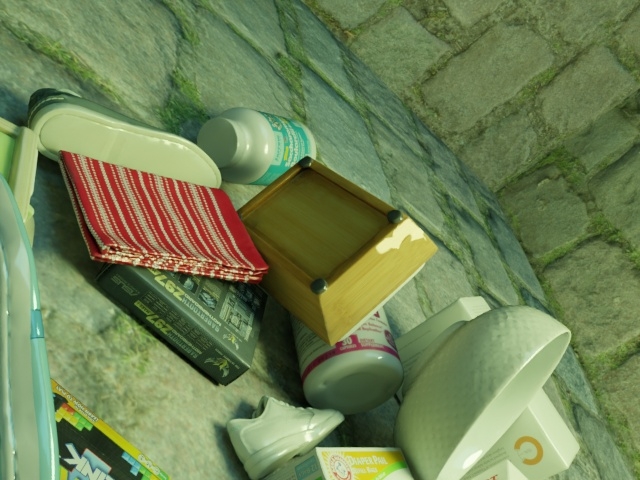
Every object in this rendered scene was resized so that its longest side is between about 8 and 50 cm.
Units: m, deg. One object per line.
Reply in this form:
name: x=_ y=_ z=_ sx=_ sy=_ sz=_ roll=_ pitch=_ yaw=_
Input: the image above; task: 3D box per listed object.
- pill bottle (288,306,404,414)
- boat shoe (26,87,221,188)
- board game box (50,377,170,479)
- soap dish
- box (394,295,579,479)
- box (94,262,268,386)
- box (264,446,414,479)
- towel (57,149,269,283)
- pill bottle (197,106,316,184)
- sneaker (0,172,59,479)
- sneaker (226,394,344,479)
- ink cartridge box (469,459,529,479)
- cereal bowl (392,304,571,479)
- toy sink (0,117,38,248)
pill bottle: x=0.029 y=0.131 z=1.107 sx=0.160 sy=0.160 sz=0.283 roll=32 pitch=29 yaw=-38
boat shoe: x=-0.284 y=-0.141 z=0.988 sx=0.319 sy=0.116 sz=0.099 roll=20 pitch=23 yaw=-48
board game box: x=-0.237 y=0.232 z=0.615 sx=0.170 sy=0.048 sz=0.141 roll=45 pitch=23 yaw=-15
soap dish: x=0.000 y=0.000 z=1.042 sx=0.291 sy=0.229 sz=0.118 roll=36 pitch=-22 yaw=38
box: x=0.300 y=0.309 z=1.276 sx=0.168 sy=0.215 sz=0.345 roll=7 pitch=50 yaw=-61
box: x=-0.184 y=0.069 z=0.932 sx=0.233 sy=0.059 sz=0.183 roll=43 pitch=22 yaw=-18
box: x=0.033 y=0.344 z=0.866 sx=0.203 sy=0.114 sz=0.103 roll=21 pitch=38 yaw=-48
towel: x=-0.211 y=-0.032 z=0.913 sx=0.275 sy=0.031 sz=0.198 roll=12 pitch=36 yaw=-46
pill bottle: x=-0.126 y=-0.181 z=1.294 sx=0.146 sy=0.146 sz=0.264 roll=57 pitch=24 yaw=12
sneaker: x=-0.321 y=0.083 z=0.484 sx=0.208 sy=0.127 sz=0.318 roll=-4 pitch=68 yaw=-33
sneaker: x=-0.046 y=0.252 z=0.914 sx=0.094 sy=0.080 sz=0.212 roll=48 pitch=22 yaw=22
ink cartridge box: x=0.225 y=0.474 z=0.922 sx=0.115 sy=0.198 sz=0.273 roll=47 pitch=23 yaw=-9
cereal bowl: x=0.231 y=0.232 z=1.035 sx=0.141 sy=0.339 sz=0.339 roll=39 pitch=16 yaw=28
toy sink: x=-0.376 y=-0.054 z=0.668 sx=0.234 sy=0.131 sz=0.152 roll=32 pitch=30 yaw=-39
